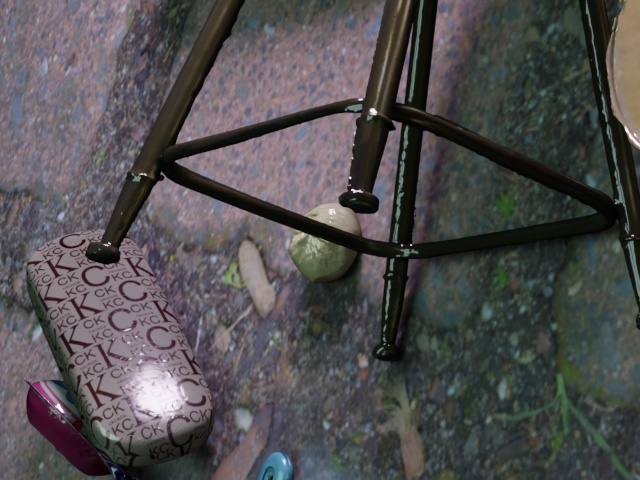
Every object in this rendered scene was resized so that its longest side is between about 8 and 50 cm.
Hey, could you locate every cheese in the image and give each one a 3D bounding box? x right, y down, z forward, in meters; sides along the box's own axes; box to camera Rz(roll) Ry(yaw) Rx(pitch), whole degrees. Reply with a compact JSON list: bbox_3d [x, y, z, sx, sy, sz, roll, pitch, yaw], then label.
[{"bbox_3d":[-0.249,0.227,2.153,0.062,0.155,0.244,-45,55,-8],"label":"cheese"}]

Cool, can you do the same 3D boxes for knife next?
[{"bbox_3d":[-0.079,0.317,1.980,0.064,0.031,0.222,30,100,55],"label":"knife"}]

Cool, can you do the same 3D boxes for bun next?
[{"bbox_3d":[0.000,0.000,1.981,0.086,0.054,0.086,-23,59,44],"label":"bun"}]

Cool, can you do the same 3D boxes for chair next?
[{"bbox_3d":[0.075,-0.148,1.712,0.364,0.362,0.410,-10,66,49],"label":"chair"}]

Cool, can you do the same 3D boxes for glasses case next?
[{"bbox_3d":[-0.223,0.111,2.149,0.355,0.137,0.085,-121,24,-45],"label":"glasses case"}]

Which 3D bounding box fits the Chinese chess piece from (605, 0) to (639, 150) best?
[{"bbox_3d":[0.349,-0.159,1.564,0.257,0.104,0.257,-23,59,45],"label":"Chinese chess piece"}]
